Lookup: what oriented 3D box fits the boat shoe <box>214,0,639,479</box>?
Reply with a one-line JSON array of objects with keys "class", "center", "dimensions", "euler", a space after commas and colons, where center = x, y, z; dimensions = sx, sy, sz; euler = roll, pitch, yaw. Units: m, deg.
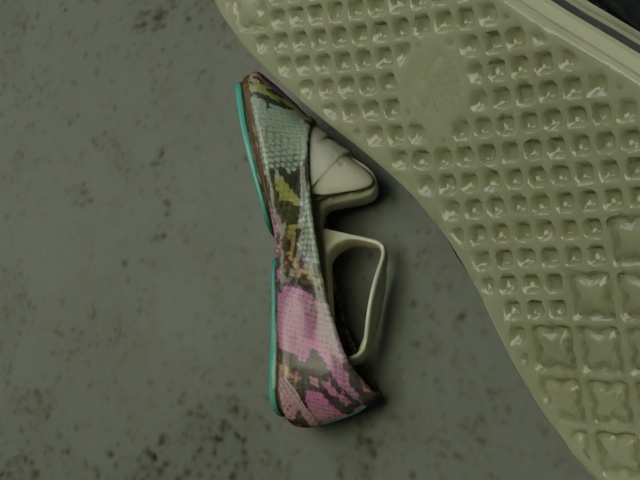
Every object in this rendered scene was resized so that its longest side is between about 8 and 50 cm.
[{"class": "boat shoe", "center": [0.140, -0.036, 0.762], "dimensions": [0.500, 0.156, 0.187], "euler": [48, 125, 23]}]

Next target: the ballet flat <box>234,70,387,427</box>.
[{"class": "ballet flat", "center": [0.000, 0.000, 0.907], "dimensions": [0.079, 0.077, 0.222], "euler": [-11, 73, 11]}]
